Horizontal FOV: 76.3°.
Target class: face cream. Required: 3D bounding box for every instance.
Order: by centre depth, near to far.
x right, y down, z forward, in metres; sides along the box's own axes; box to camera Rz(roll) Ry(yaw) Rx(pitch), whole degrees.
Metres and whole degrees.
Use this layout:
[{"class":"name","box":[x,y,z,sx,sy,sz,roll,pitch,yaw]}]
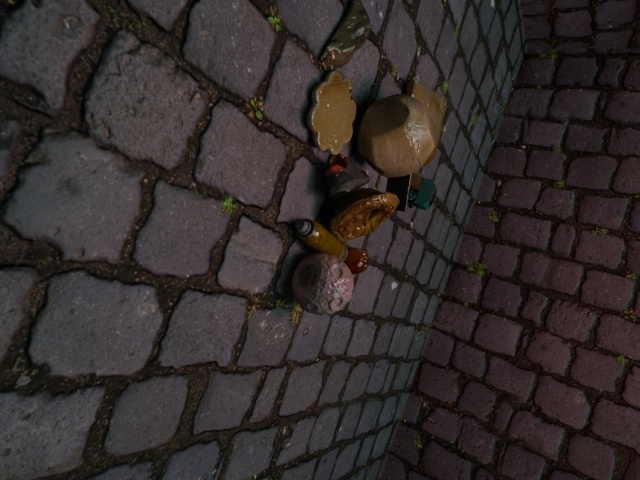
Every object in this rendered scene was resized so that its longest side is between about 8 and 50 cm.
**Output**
[{"class":"face cream","box":[0.000,0.000,1.707,0.349,0.105,0.105,36,74,-55]}]

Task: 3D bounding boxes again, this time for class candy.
[{"class":"candy","box":[0.486,-0.349,2.251,0.234,0.102,0.104,13,94,-54]}]

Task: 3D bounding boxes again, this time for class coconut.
[{"class":"coconut","box":[0.335,-0.453,1.800,0.353,0.353,0.352,-29,127,-46]}]

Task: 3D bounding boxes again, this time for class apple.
[{"class":"apple","box":[0.140,0.090,1.903,0.147,0.158,0.156,-65,150,-8]}]

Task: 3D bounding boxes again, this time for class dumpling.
[{"class":"dumpling","box":[0.118,-0.759,1.551,0.166,0.086,0.332,40,76,-52]}]

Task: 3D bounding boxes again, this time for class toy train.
[{"class":"toy train","box":[0.592,-0.273,2.392,0.107,0.154,0.197,40,71,-58]}]

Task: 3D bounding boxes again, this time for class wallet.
[{"class":"wallet","box":[0.411,-0.279,2.153,0.025,0.124,0.244,-23,123,-58]}]

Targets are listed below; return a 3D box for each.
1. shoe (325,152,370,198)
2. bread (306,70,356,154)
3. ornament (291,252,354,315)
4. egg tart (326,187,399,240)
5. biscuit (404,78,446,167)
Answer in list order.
[{"class":"shoe","box":[0.097,-0.287,1.718,0.171,0.132,0.336,66,26,-7]},{"class":"bread","box":[0.047,-0.492,1.594,0.316,0.054,0.316,-29,127,-48]},{"class":"ornament","box":[0.015,0.182,1.671,0.225,0.259,0.259,35,76,-42]},{"class":"egg tart","box":[0.174,-0.131,1.787,0.352,0.150,0.352,-21,160,-8]},{"class":"biscuit","box":[0.552,-0.617,2.221,0.429,0.104,0.446,-16,115,-51]}]
